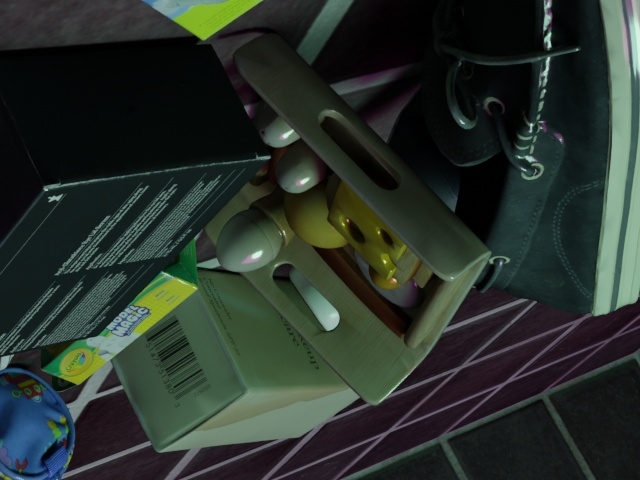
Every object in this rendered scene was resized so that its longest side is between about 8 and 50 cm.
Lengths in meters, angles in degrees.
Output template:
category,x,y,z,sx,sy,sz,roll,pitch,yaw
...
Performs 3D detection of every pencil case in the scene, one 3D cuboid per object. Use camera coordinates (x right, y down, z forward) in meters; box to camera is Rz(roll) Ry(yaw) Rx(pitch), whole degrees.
category,x,y,z,sx,sy,sz,roll,pitch,yaw
pencil case,-0.360,0.251,1.495,0.306,0.133,0.119,-42,-176,36

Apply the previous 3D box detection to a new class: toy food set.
category,x,y,z,sx,sy,sz,roll,pitch,yaw
toy food set,0.000,0.000,1.145,0.092,0.220,0.306,-40,169,-20

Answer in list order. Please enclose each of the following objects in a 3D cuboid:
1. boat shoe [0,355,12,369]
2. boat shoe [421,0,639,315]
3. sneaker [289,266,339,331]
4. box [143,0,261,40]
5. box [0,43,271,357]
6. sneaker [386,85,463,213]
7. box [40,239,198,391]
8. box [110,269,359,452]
category,x,y,z,sx,sy,sz,roll,pitch,yaw
boat shoe,-0.270,0.082,1.317,0.035,0.035,0.100,-16,153,-29
boat shoe,0.143,-0.119,1.002,0.156,0.187,0.500,-1,143,7
sneaker,0.055,0.035,1.608,0.123,0.106,0.290,-39,171,13
box,-0.065,-0.178,0.844,0.109,0.042,0.178,-32,164,12
box,-0.187,-0.017,1.027,0.184,0.103,0.261,-14,159,-45
sneaker,0.166,-0.137,1.209,0.321,0.126,0.127,-40,165,13
box,-0.172,0.039,1.214,0.043,0.105,0.179,26,128,-34
box,-0.078,0.124,1.562,0.121,0.148,0.311,-35,164,19
